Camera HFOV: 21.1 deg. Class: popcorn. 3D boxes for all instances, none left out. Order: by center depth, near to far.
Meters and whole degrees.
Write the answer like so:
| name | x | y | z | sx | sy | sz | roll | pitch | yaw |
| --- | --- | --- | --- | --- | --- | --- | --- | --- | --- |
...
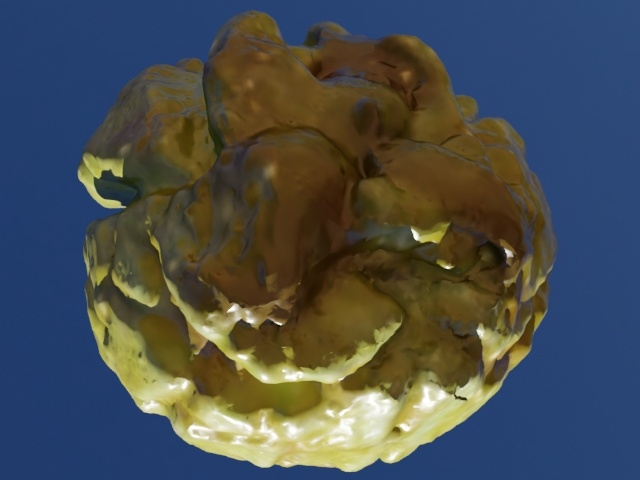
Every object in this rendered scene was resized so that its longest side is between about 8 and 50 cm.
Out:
| name | x | y | z | sx | sy | sz | roll | pitch | yaw |
| --- | --- | --- | --- | --- | --- | --- | --- | --- | --- |
| popcorn | 0.003 | 0.003 | 0.976 | 0.282 | 0.247 | 0.282 | 14 | -127 | -19 |
